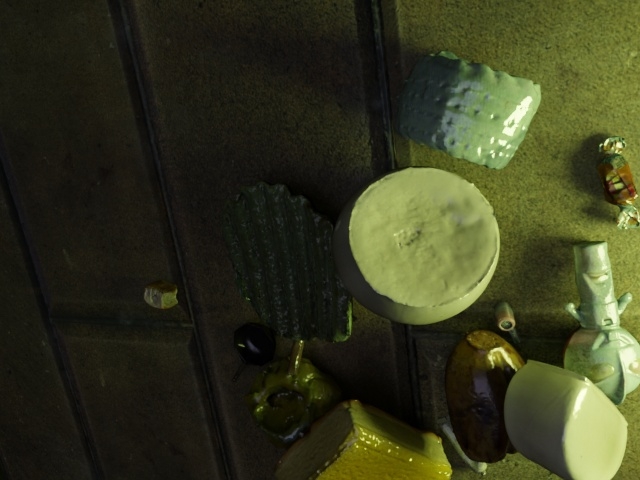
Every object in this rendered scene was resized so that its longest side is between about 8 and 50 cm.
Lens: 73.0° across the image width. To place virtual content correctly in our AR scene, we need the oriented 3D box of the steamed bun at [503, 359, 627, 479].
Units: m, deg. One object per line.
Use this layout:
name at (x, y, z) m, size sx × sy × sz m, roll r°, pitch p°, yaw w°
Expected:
steamed bun at (0.457, 0.355, 0.819) m, size 0.242 × 0.164 × 0.146 m, roll 41°, pitch 163°, yaw -27°

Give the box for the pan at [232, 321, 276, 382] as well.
pan at (-0.208, 0.309, 1.247) m, size 0.202 × 0.048 × 0.128 m, roll -35°, pitch 89°, yaw 26°

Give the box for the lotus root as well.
lotus root at (0.372, 0.336, 0.943) m, size 0.193 × 0.193 × 0.290 m, roll -8°, pitch 99°, yaw 25°

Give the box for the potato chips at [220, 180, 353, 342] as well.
potato chips at (-0.079, 0.066, 1.042) m, size 0.359 × 0.070 × 0.428 m, roll 3°, pitch 111°, yaw 31°

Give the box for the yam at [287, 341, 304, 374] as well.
yam at (-0.059, 0.281, 1.140) m, size 0.032 × 0.145 × 0.032 m, roll 10°, pitch 152°, yaw 5°

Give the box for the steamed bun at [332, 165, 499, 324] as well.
steamed bun at (0.186, 0.010, 0.877) m, size 0.325 × 0.206 × 0.323 m, roll 0°, pitch 79°, yaw 2°

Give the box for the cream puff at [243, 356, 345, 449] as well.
cream puff at (-0.079, 0.451, 1.162) m, size 0.282 × 0.185 × 0.281 m, roll 8°, pitch 111°, yaw 21°

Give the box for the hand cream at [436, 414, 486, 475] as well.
hand cream at (0.360, 0.513, 1.084) m, size 0.057 × 0.037 × 0.165 m, roll -38°, pitch 81°, yaw 28°

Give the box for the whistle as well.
whistle at (0.551, 0.174, 0.856) m, size 0.143 × 0.134 × 0.345 m, roll -8°, pitch 93°, yaw 28°

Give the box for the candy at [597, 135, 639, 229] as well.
candy at (0.557, -0.103, 0.805) m, size 0.053 × 0.046 × 0.181 m, roll -16°, pitch 97°, yaw 24°

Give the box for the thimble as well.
thimble at (0.259, -0.248, 0.798) m, size 0.250 × 0.205 × 0.171 m, roll 33°, pitch 116°, yaw 30°

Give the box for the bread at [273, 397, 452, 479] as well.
bread at (0.103, 0.568, 1.068) m, size 0.333 × 0.143 × 0.323 m, roll 33°, pitch 109°, yaw -21°

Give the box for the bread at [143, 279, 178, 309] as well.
bread at (-0.482, 0.169, 1.309) m, size 0.084 × 0.070 × 0.076 m, roll 17°, pitch 110°, yaw 20°

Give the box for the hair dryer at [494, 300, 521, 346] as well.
hair dryer at (0.419, 0.195, 0.950) m, size 0.037 × 0.063 × 0.114 m, roll -24°, pitch 110°, yaw 25°
